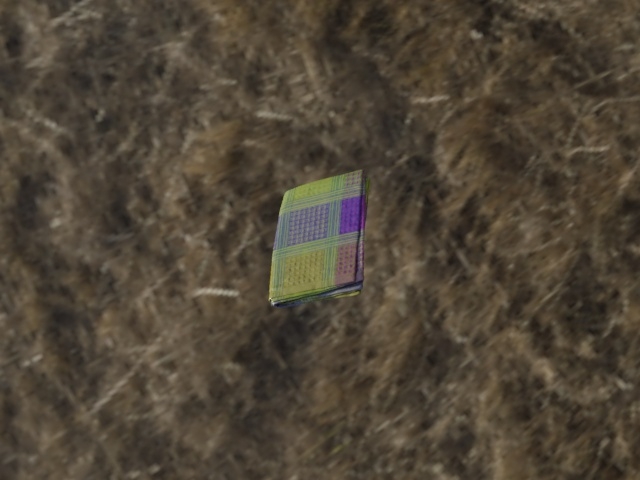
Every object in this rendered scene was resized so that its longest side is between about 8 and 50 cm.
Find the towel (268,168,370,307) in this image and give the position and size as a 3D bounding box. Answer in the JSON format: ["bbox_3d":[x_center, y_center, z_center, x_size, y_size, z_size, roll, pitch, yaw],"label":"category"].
[{"bbox_3d":[0.000,0.000,0.827,0.060,0.083,0.009,-14,142,24],"label":"towel"}]
